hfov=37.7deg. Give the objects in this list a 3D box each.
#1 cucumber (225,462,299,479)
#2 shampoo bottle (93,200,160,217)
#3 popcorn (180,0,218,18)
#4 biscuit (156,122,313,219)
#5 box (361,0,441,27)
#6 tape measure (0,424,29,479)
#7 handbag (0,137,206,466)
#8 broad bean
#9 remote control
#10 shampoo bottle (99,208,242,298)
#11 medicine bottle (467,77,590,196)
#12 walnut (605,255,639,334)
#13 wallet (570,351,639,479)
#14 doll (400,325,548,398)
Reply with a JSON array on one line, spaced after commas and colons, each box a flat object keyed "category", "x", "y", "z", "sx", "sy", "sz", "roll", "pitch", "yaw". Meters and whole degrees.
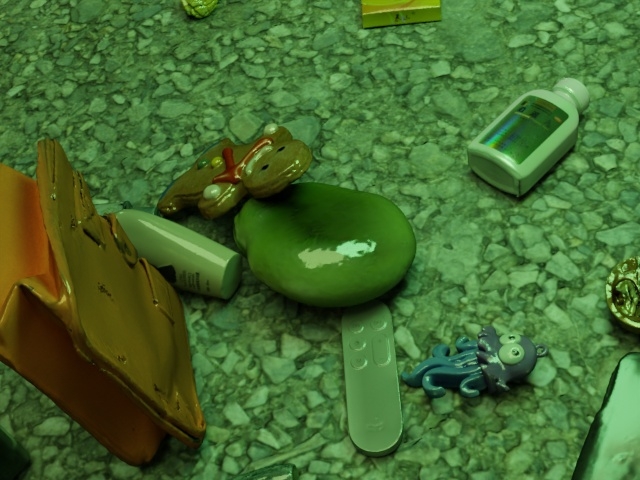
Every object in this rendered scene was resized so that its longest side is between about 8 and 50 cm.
[{"category": "cucumber", "x": -0.079, "y": 0.329, "z": 1.223, "sx": 0.112, "sy": 0.064, "sz": 0.064, "roll": -18, "pitch": 52, "yaw": -5}, {"category": "shampoo bottle", "x": -0.371, "y": -0.029, "z": 1.548, "sx": 0.214, "sy": 0.072, "sz": 0.072, "roll": -3, "pitch": 53, "yaw": 9}, {"category": "popcorn", "x": -0.246, "y": -0.493, "z": 1.869, "sx": 0.084, "sy": 0.084, "sz": 0.084, "roll": -6, "pitch": 52, "yaw": 8}, {"category": "biscuit", "x": -0.131, "y": -0.116, "z": 1.488, "sx": 0.205, "sy": 0.049, "sz": 0.324, "roll": -48, "pitch": 30, "yaw": -24}, {"category": "box", "x": 0.155, "y": -0.522, "z": 1.827, "sx": 0.152, "sy": 0.043, "sz": 0.269, "roll": -5, "pitch": 52, "yaw": 8}, {"category": "tape measure", "x": -0.540, "y": 0.308, "z": 1.224, "sx": 0.138, "sy": 0.262, "sz": 0.259, "roll": 33, "pitch": 66, "yaw": 20}, {"category": "handbag", "x": -0.284, "y": 0.094, "z": 1.225, "sx": 0.116, "sy": 0.410, "sz": 0.304, "roll": -19, "pitch": 52, "yaw": 6}, {"category": "broad bean", "x": 0.000, "y": 0.000, "z": 1.411, "sx": 0.291, "sy": 0.119, "sz": 0.238, "roll": 15, "pitch": 42, "yaw": 21}, {"category": "remote control", "x": 0.072, "y": 0.188, "z": 1.318, "sx": 0.077, "sy": 0.022, "sz": 0.245, "roll": -9, "pitch": 51, "yaw": 8}, {"category": "shampoo bottle", "x": -0.249, "y": 0.015, "z": 1.456, "sx": 0.256, "sy": 0.127, "sz": 0.078, "roll": 19, "pitch": 49, "yaw": 18}, {"category": "medicine bottle", "x": 0.342, "y": -0.174, "z": 1.498, "sx": 0.219, "sy": 0.078, "sz": 0.115, "roll": -43, "pitch": 55, "yaw": -19}, {"category": "walnut", "x": 0.441, "y": 0.084, "z": 1.298, "sx": 0.091, "sy": 0.052, "sz": 0.121, "roll": -1, "pitch": 51, "yaw": 13}, {"category": "wallet", "x": 0.403, "y": 0.313, "z": 1.134, "sx": 0.197, "sy": 0.051, "sz": 0.378, "roll": 17, "pitch": 59, "yaw": 20}, {"category": "doll", "x": 0.208, "y": 0.170, "z": 1.278, "sx": 0.205, "sy": 0.067, "sz": 0.110, "roll": -16, "pitch": 42, "yaw": 13}]
